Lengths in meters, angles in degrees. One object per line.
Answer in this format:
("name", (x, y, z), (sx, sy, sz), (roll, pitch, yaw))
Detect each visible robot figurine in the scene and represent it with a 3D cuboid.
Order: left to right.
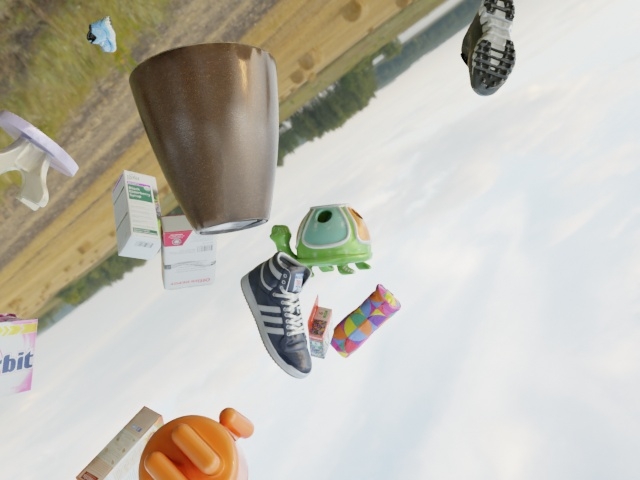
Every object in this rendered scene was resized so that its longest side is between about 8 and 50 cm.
("robot figurine", (-0.160, 0.305, 0.752), (0.219, 0.128, 0.158), (91, 2, -61))

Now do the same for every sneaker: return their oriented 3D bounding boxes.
("sneaker", (-0.597, -0.557, 1.540), (0.073, 0.064, 0.162), (-16, 180, -18))
("sneaker", (-0.067, 0.158, 1.279), (0.153, 0.282, 0.099), (-40, 158, 27))
("sneaker", (0.300, -0.338, 1.033), (0.106, 0.078, 0.235), (120, -15, -63))

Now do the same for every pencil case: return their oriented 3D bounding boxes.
("pencil case", (0.120, 0.229, 1.612), (0.236, 0.104, 0.104), (-45, -173, 21))

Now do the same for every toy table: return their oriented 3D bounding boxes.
("toy table", (-0.778, -0.198, 1.497), (0.252, 0.274, 0.161), (20, -109, 27))

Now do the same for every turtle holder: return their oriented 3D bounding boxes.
("turtle holder", (0.017, -0.002, 1.897), (0.320, 0.228, 0.243), (-4, -178, 44))

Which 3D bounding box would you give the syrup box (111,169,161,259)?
("syrup box", (-0.495, -0.071, 1.538), (0.096, 0.093, 0.237), (-47, -133, 35))

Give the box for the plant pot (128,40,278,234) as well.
("plant pot", (-0.148, -0.131, 0.828), (0.215, 0.231, 0.215), (-11, 176, -1))

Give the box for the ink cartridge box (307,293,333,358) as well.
("ink cartridge box", (0.001, 0.156, 1.023), (0.029, 0.115, 0.063), (11, -130, 13))

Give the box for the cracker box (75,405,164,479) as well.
("cracker box", (-0.484, 0.553, 1.416), (0.067, 0.156, 0.232), (19, -140, 21))

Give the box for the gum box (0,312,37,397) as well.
("gum box", (-0.475, 0.161, 0.769), (0.062, 0.107, 0.188), (6, 179, 20))

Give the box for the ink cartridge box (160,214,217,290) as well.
("ink cartridge box", (-0.277, 0.023, 1.189), (0.109, 0.151, 0.063), (-6, -141, -22))
